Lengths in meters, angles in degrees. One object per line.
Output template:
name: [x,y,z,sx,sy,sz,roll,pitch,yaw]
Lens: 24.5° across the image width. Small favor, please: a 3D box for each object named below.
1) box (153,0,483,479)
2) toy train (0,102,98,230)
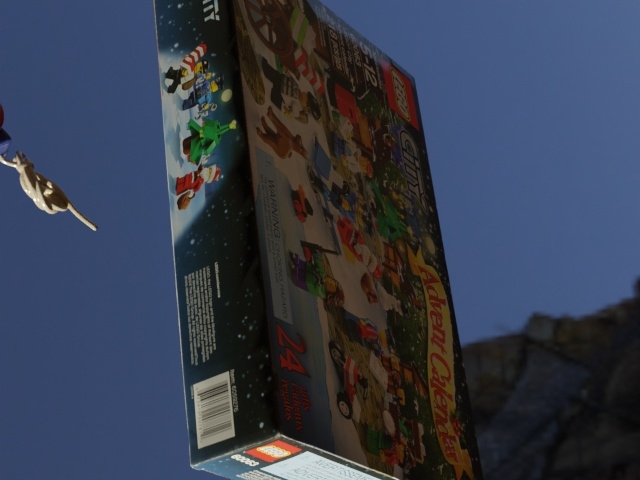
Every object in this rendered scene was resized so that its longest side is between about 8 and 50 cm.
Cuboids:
box: [0.000,0.000,0.642,0.159,0.044,0.233,29,-135,-50]
toy train: [-0.317,-0.055,1.203,0.248,0.105,0.143,46,-110,-2]
